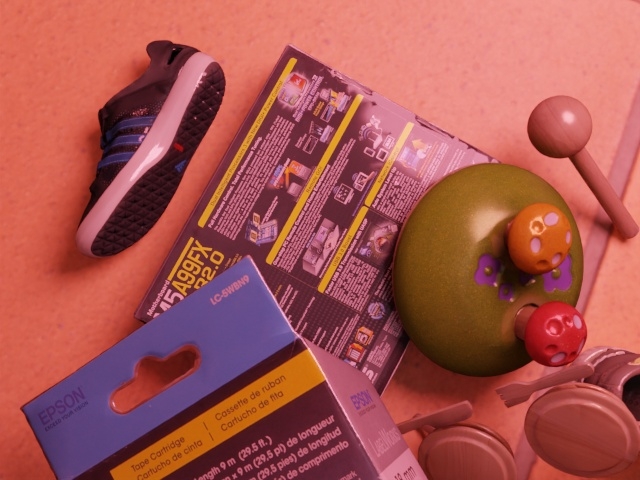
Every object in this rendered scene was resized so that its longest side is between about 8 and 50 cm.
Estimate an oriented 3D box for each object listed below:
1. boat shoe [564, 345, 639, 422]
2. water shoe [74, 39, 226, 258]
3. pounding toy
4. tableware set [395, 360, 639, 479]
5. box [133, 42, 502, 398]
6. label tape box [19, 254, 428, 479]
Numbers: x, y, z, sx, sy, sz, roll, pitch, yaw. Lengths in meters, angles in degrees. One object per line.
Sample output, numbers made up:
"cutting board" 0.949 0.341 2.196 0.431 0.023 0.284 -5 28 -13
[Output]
"boat shoe" 0.369 0.167 0.702 0.305 0.091 0.109 16 85 -2
"water shoe" -0.160 -0.080 0.709 0.080 0.073 0.203 28 80 21
"pounding toy" 0.180 0.013 0.654 0.237 0.110 0.183 -44 112 -12
"tableware set" 0.168 0.165 0.674 0.194 0.039 0.128 -27 105 34
"box" 0.000 0.000 0.709 0.216 0.060 0.270 28 84 -1
"label tape box" -0.045 0.212 0.624 0.241 0.106 0.333 -33 78 15
